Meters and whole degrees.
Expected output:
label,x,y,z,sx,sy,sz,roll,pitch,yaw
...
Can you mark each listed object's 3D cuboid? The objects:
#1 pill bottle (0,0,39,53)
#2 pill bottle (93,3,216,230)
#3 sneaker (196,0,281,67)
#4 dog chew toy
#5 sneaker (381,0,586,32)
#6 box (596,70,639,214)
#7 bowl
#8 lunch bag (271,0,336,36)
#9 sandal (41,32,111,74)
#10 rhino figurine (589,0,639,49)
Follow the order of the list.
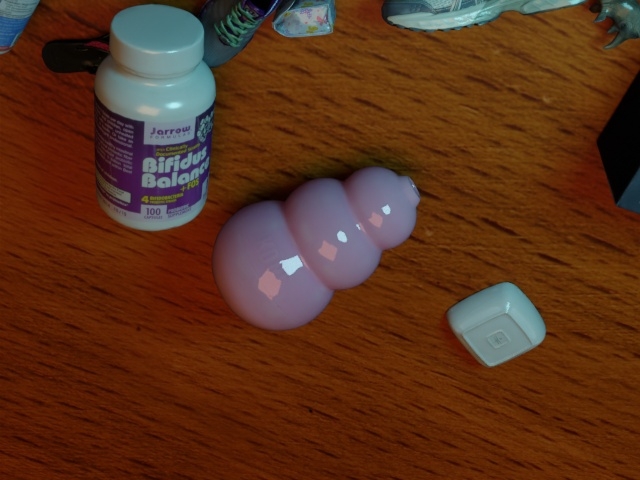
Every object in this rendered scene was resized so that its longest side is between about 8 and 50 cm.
label,x,y,z,sx,sy,sz,roll,pitch,yaw
pill bottle,-0.429,-0.371,1.328,0.124,0.124,0.221,32,121,-15
pill bottle,-0.237,-0.173,1.402,0.169,0.169,0.301,10,132,-1
sneaker,-0.112,-0.315,1.349,0.083,0.098,0.223,33,121,-16
dog chew toy,0.000,0.000,1.503,0.332,0.206,0.206,-29,117,15
sneaker,0.216,-0.352,1.304,0.283,0.110,0.122,-10,104,11
box,0.605,-0.173,1.323,0.313,0.179,0.343,18,125,-8
bowl,0.298,0.151,1.659,0.142,0.053,0.142,-30,115,23
lunch bag,-0.024,-0.315,1.356,0.083,0.071,0.053,-5,122,11
sandal,-0.325,-0.268,1.439,0.179,0.040,0.067,-5,124,10
rhino figurine,0.420,-0.358,1.279,0.106,0.073,0.243,13,127,-8
